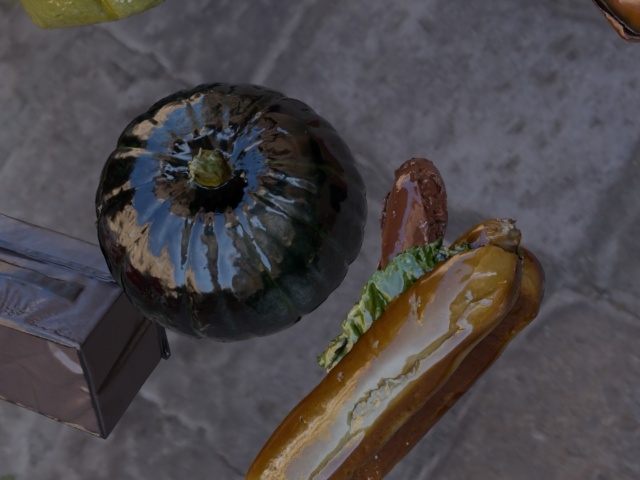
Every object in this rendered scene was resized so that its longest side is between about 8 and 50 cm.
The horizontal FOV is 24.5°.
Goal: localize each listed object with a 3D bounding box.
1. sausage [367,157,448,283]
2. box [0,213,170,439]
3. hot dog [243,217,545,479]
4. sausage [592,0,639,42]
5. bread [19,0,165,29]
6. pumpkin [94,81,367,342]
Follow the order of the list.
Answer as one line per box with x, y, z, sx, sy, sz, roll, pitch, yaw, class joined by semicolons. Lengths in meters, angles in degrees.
0.092;0.052;1.671;0.087;0.079;0.326;150;135;-66;sausage
-0.332;0.099;1.762;0.252;0.188;0.153;17;51;20;box
0.057;0.106;1.196;0.100;0.135;0.337;50;114;23;hot dog
0.224;-0.285;1.222;0.102;0.102;0.330;-37;51;13;sausage
-0.229;-0.339;1.597;0.270;0.148;0.270;-19;29;11;bread
-0.084;-0.031;1.326;0.250;0.216;0.249;-2;70;5;pumpkin
